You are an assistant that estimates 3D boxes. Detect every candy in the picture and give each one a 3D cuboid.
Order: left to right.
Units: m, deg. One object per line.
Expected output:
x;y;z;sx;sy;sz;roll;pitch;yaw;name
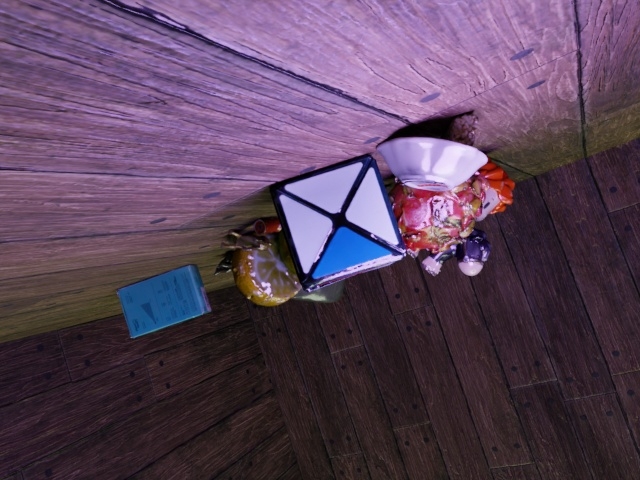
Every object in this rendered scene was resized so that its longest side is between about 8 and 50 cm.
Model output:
-0.168;0.087;1.749;0.260;0.259;0.118;-14;172;-42;candy

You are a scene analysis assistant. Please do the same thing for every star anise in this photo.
-0.349;0.081;2.124;0.181;0.061;0.204;-34;175;22;star anise

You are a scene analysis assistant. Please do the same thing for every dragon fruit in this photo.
0.323;-0.114;1.495;0.269;0.250;0.291;13;141;-33;dragon fruit

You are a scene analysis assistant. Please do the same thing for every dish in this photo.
0.226;-0.147;1.109;0.230;0.081;0.229;8;176;1;dish

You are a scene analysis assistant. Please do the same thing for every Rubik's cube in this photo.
0.039;-0.030;1.252;0.250;0.246;0.248;-18;176;-4;Rubik's cube

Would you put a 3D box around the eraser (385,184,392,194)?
0.138;-0.114;1.752;0.210;0.068;0.124;-17;174;0;eraser

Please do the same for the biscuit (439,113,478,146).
0.297;-0.217;1.151;0.070;0.082;0.168;9;178;5;biscuit

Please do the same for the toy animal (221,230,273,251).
-0.214;0.002;1.576;0.241;0.056;0.099;4;-179;41;toy animal

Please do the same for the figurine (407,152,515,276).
0.435;-0.075;1.704;0.306;0.411;0.241;9;165;41;figurine

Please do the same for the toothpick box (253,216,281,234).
-0.153;-0.043;1.570;0.047;0.047;0.083;-22;174;35;toothpick box

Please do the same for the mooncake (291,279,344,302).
-0.072;0.106;2.028;0.357;0.194;0.356;10;-173;-1;mooncake

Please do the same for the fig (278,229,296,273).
0.000;0.000;1.726;0.275;0.206;0.206;-16;175;-43;fig

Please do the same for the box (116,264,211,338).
-0.609;0.237;2.095;0.311;0.205;0.118;-20;173;4;box
